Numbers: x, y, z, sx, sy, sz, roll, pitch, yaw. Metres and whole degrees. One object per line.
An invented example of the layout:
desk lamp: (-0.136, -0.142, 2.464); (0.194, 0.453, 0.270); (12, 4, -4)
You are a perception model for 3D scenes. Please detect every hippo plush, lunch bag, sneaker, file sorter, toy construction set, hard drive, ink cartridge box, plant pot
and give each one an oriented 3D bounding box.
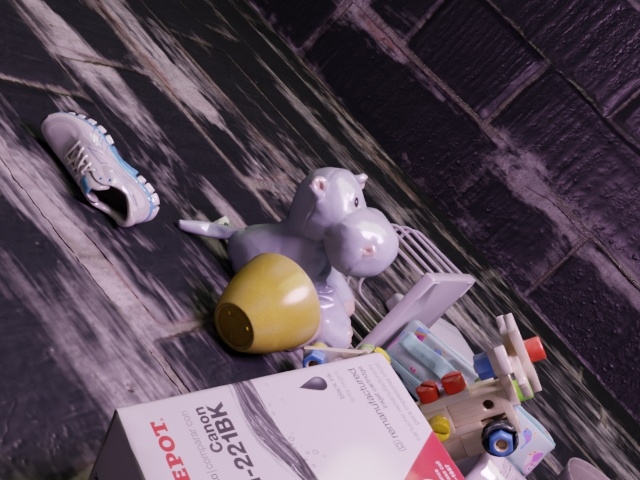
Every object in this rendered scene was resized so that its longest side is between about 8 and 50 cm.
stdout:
hippo plush: (0.000, 0.000, 1.230); (0.294, 0.236, 0.234); (50, 21, 15)
lunch bag: (0.222, 0.249, 1.302); (0.224, 0.108, 0.279); (42, -3, -29)
sneaker: (-0.295, -0.092, 1.060); (0.191, 0.071, 0.083); (44, 22, -4)
file sorter: (0.121, 0.081, 1.454); (0.173, 0.193, 0.278); (47, 16, 20)
toy construction set: (0.148, 0.199, 1.066); (0.215, 0.328, 0.151); (67, 27, -10)
hard drive: (0.275, 0.272, 1.617); (0.233, 0.047, 0.353); (32, 21, -39)
ink cartridge box: (-0.027, 0.220, 0.674); (0.273, 0.114, 0.197); (-7, 48, -35)
plant pot: (-0.082, 0.094, 1.058); (0.134, 0.134, 0.095); (49, 40, 12)

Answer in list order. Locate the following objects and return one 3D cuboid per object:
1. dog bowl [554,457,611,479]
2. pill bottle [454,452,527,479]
dog bowl: (0.525, 0.558, 1.435); (0.349, 0.102, 0.348); (42, 16, -14)
pill bottle: (0.264, 0.401, 1.112); (0.229, 0.131, 0.131); (46, 16, 4)
